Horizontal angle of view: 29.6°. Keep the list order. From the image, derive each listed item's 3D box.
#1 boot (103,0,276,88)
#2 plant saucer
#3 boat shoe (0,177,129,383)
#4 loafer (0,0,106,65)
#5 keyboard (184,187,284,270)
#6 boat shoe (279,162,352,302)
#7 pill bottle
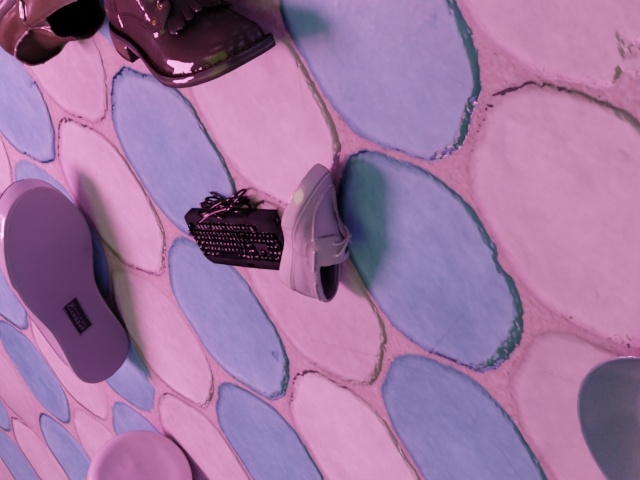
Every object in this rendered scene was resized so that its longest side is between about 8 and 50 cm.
[{"bbox_3d":[-0.159,-0.266,1.083,0.263,0.091,0.229,23,138,47],"label":"boot"},{"bbox_3d":[0.285,0.161,0.924,0.195,0.037,0.195,37,145,31],"label":"plant saucer"},{"bbox_3d":[-0.387,0.038,1.711,0.156,0.136,0.367,34,154,38],"label":"boat shoe"},{"bbox_3d":[-0.284,-0.239,1.283,0.087,0.094,0.251,55,156,2],"label":"loafer"},{"bbox_3d":[-0.102,-0.006,1.323,0.192,0.038,0.100,1,121,54],"label":"keyboard"},{"bbox_3d":[0.000,0.000,1.156,0.063,0.066,0.184,30,142,14],"label":"boat shoe"},{"bbox_3d":[-0.299,0.422,1.925,0.162,0.162,0.278,47,149,14],"label":"pill bottle"}]
